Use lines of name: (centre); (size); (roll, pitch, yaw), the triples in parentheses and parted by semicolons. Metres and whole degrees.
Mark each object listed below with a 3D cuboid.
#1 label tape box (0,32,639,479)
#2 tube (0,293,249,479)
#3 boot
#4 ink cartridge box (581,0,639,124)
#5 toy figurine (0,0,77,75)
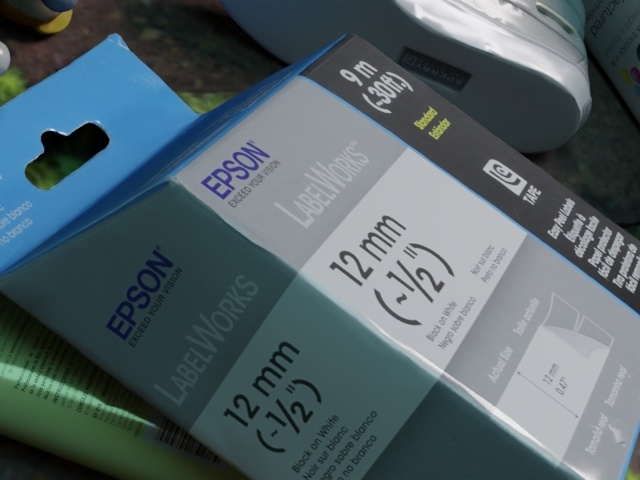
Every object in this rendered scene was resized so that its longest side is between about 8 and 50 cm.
label tape box: (0.000, 0.000, 0.812); (0.347, 0.115, 0.249); (38, 29, 2)
tube: (-0.138, 0.064, 0.788); (0.240, 0.070, 0.062); (23, 88, -5)
boot: (0.053, -0.155, 1.017); (0.258, 0.095, 0.123); (27, 43, -16)
ink cartridge box: (0.331, -0.129, 1.046); (0.197, 0.198, 0.270); (-14, 64, -33)
toy figurine: (-0.231, -0.166, 0.856); (0.209, 0.148, 0.213); (38, 47, -4)
